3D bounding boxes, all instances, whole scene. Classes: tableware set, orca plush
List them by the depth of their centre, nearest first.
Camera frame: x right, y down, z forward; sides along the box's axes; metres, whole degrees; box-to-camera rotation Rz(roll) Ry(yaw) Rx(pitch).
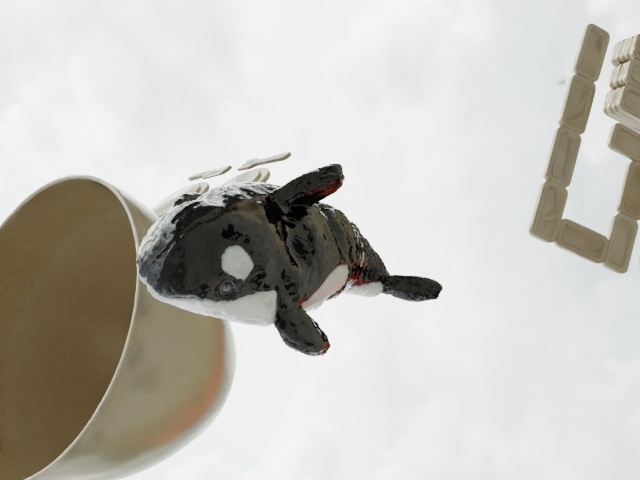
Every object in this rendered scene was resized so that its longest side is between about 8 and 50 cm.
[{"bbox_3d":[0.000,0.000,0.811,0.287,0.102,0.151,18,-150,-44],"label":"orca plush"},{"bbox_3d":[-0.116,-0.033,1.210,0.128,0.194,0.039,-43,-68,-34],"label":"tableware set"}]

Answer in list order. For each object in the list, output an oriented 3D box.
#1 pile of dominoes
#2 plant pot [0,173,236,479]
[{"bbox_3d":[0.313,-0.083,1.171,0.196,0.040,0.251,24,-106,-19],"label":"pile of dominoes"},{"bbox_3d":[-0.190,0.105,1.071,0.191,0.284,0.284,26,-121,-42],"label":"plant pot"}]
